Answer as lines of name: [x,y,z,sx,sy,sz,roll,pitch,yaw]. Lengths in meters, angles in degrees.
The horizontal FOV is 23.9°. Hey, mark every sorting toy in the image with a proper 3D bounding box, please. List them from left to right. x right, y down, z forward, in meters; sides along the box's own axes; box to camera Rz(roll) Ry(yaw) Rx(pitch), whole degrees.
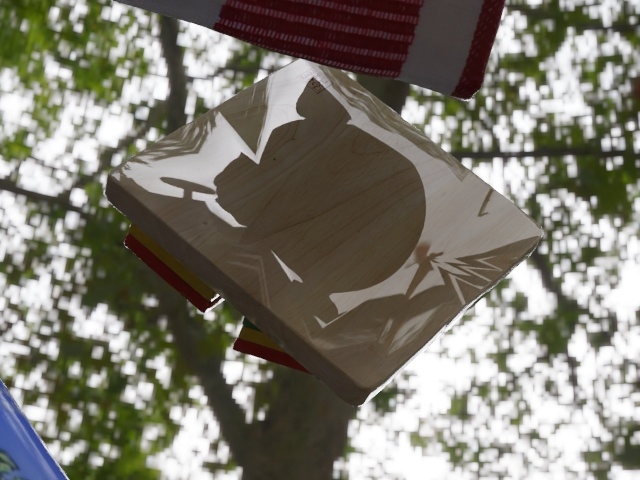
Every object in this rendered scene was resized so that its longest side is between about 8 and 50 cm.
sorting toy: [0.000,0.000,1.190,0.255,0.257,0.089,39,-44,15]

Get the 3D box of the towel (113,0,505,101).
towel: [-0.057,-0.212,0.606,0.329,0.237,0.037,16,1,-11]

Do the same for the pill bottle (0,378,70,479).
pill bottle: [-0.178,0.058,0.451,0.152,0.272,0.152,-35,-19,-13]
